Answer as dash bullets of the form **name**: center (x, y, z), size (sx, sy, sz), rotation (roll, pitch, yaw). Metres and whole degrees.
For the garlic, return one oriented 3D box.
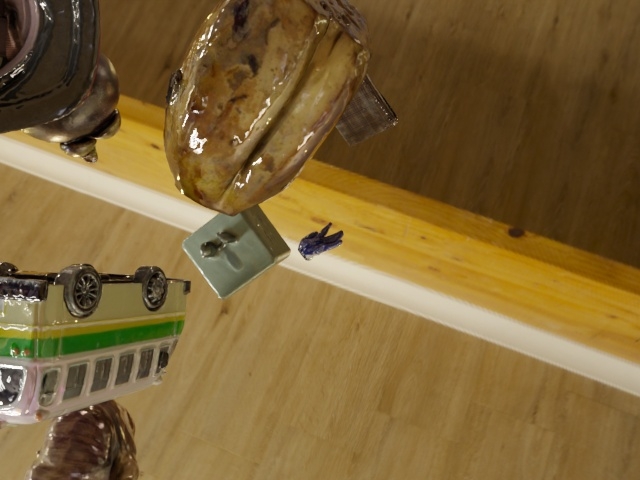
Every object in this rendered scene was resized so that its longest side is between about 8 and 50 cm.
- **garlic**: center (-0.373, 0.363, 0.969), size (0.160, 0.245, 0.245), rotation (4, -115, -3)

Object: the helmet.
- **helmet**: center (-0.307, -0.184, 0.458), size (0.253, 0.198, 0.154), rotation (-2, -159, -22)

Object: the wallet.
- **wallet**: center (0.047, -0.300, 1.179), size (0.124, 0.230, 0.042), rotation (-21, -146, 31)

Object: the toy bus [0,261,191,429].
- **toy bus**: center (-0.300, 0.119, 0.758), size (0.143, 0.305, 0.179), rotation (1, -92, 17)

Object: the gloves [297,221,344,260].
- **gloves**: center (0.000, 0.000, 1.025), size (0.086, 0.026, 0.064), rotation (-26, -142, -6)

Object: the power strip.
- **power strip**: center (-0.161, 0.017, 1.130), size (0.139, 0.224, 0.140), rotation (-35, -90, 8)

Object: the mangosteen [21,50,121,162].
- **mangosteen**: center (-0.438, -0.240, 1.038), size (0.194, 0.230, 0.194), rotation (-10, -133, 11)

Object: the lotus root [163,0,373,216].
- **lotus root**: center (-0.073, -0.153, 0.659), size (0.193, 0.291, 0.193), rotation (29, -153, -17)
